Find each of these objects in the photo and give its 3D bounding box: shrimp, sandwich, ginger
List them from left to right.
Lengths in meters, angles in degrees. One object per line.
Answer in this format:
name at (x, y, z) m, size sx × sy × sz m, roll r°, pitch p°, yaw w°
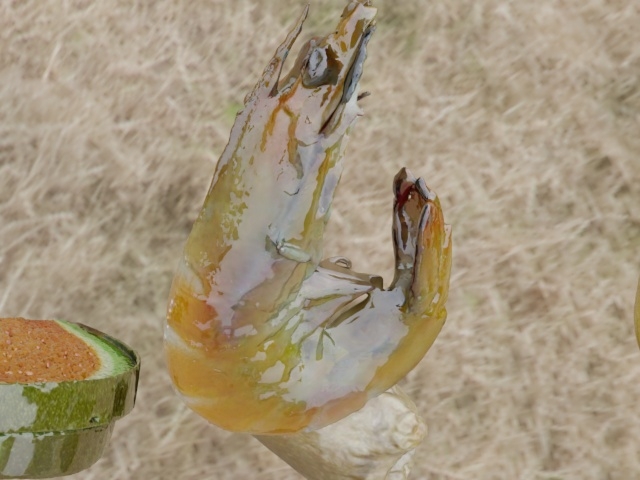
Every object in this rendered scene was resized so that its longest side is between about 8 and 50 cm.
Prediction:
sandwich at (-0.089, 0.044, 0.430) m, size 0.067 × 0.135 × 0.029 m, roll 13°, pitch 95°, yaw 10°
ginger at (-0.015, 0.158, 1.533) m, size 0.276 × 0.221 × 0.130 m, roll 21°, pitch 64°, yaw 27°
shrimp at (0.000, 0.000, 0.735) m, size 0.150 × 0.248 × 0.068 m, roll -3°, pitch 35°, yaw -18°

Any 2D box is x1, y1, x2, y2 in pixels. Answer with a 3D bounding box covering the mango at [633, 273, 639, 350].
mango at (0.288, -0.027, 0.952) m, size 0.130 × 0.167 × 0.262 m, roll 28°, pitch 96°, yaw 25°
